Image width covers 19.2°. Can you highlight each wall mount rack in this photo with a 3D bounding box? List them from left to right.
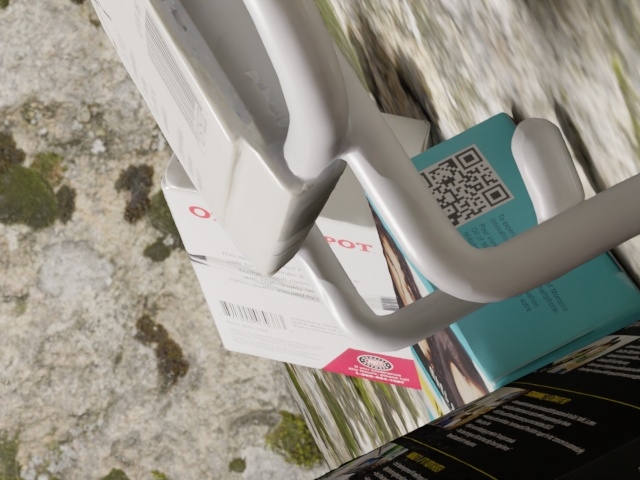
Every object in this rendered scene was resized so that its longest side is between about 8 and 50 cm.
[{"bbox_3d":[-0.015,-0.121,0.515,0.304,0.130,0.350,60,173,3],"label":"wall mount rack"}]

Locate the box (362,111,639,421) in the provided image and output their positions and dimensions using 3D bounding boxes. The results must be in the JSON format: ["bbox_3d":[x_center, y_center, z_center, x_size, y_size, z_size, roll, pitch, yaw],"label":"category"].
[{"bbox_3d":[0.083,0.070,0.727,0.100,0.060,0.244,59,172,37],"label":"box"}]

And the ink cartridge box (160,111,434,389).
[{"bbox_3d":[0.000,0.000,0.866,0.150,0.109,0.063,75,-149,-57],"label":"ink cartridge box"}]

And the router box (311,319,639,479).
[{"bbox_3d":[0.067,0.066,0.511,0.046,0.133,0.179,64,174,-1],"label":"router box"}]
